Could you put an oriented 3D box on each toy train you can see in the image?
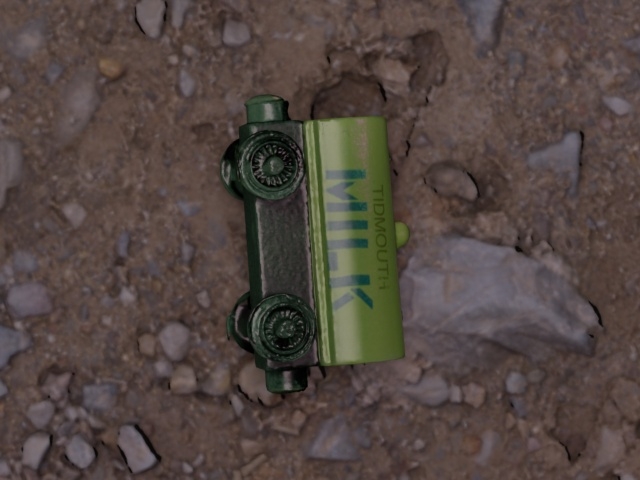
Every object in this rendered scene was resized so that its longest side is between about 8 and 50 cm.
[{"bbox_3d":[0.000,0.000,1.572,0.157,0.105,0.253,-5,90,-15],"label":"toy train"}]
